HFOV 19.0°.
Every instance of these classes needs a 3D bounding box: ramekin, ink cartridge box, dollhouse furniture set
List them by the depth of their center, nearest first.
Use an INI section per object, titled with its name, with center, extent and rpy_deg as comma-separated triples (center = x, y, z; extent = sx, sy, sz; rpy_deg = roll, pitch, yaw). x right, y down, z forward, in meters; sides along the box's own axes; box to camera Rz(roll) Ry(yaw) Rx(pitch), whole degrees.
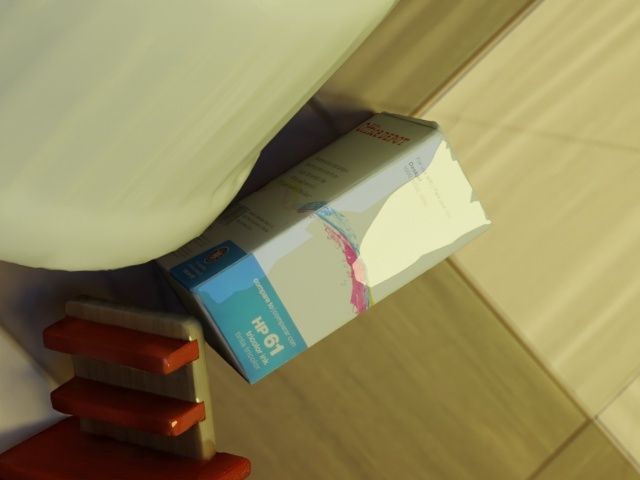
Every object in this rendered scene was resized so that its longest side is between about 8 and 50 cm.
[ramekin]
center = -0.092, -0.141, 0.650
extent = 0.277, 0.277, 0.135
rpy_deg = 39, 126, -17
[dollhouse furniture set]
center = -0.144, 0.132, 0.714
extent = 0.259, 0.262, 0.135
rpy_deg = -31, 122, -48
[ink cartridge box]
center = 0.000, 0.000, 0.805
extent = 0.122, 0.088, 0.052
rpy_deg = -34, 105, -8
